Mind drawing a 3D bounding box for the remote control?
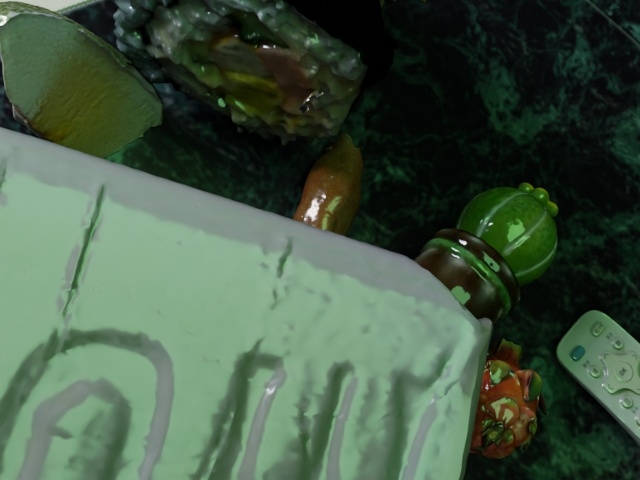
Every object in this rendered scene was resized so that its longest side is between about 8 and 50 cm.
[{"bbox_3d":[0.306,0.163,0.981,0.229,0.044,0.073,44,66,4],"label":"remote control"}]

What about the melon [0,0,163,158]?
[{"bbox_3d":[-0.218,-0.136,0.843,0.139,0.202,0.093,38,88,28],"label":"melon"}]

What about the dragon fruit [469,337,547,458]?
[{"bbox_3d":[0.147,0.131,0.915,0.086,0.081,0.116,18,50,-12],"label":"dragon fruit"}]

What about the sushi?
[{"bbox_3d":[-0.033,-0.216,0.860,0.238,0.225,0.219,50,50,-25],"label":"sushi"}]

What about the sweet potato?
[{"bbox_3d":[0.000,0.000,0.911,0.056,0.056,0.195,14,79,-15],"label":"sweet potato"}]

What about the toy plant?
[{"bbox_3d":[0.143,0.015,0.931,0.162,0.093,0.093,-43,94,-21],"label":"toy plant"}]

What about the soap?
[{"bbox_3d":[-0.131,0.136,0.739,0.435,0.213,0.350,20,81,-10],"label":"soap"}]
